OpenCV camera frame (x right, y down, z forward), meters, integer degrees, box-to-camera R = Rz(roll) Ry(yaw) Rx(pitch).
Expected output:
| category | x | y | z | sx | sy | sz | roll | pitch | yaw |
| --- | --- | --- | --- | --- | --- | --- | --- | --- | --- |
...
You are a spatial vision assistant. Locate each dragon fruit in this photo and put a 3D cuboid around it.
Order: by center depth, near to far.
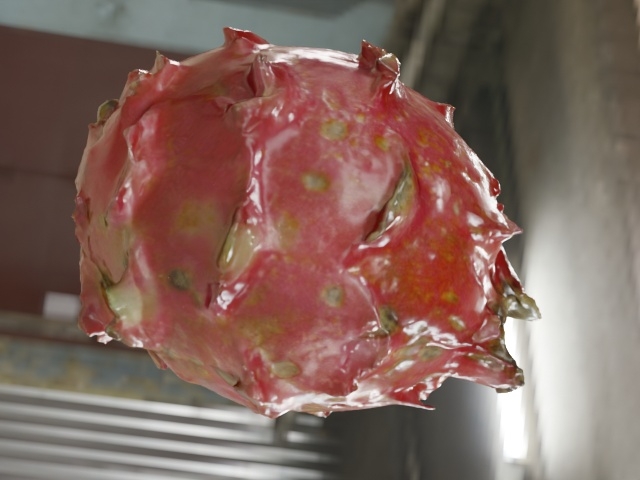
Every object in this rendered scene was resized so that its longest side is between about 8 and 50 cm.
| category | x | y | z | sx | sy | sz | roll | pitch | yaw |
| --- | --- | --- | --- | --- | --- | --- | --- | --- | --- |
| dragon fruit | 0.000 | 0.000 | 1.016 | 0.210 | 0.268 | 0.205 | -58 | -171 | 24 |
